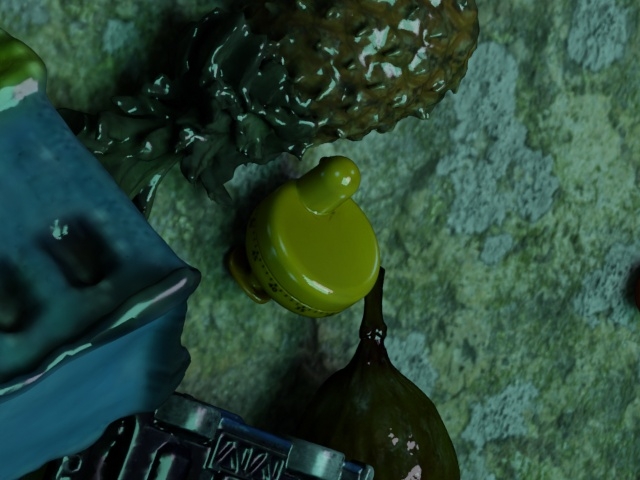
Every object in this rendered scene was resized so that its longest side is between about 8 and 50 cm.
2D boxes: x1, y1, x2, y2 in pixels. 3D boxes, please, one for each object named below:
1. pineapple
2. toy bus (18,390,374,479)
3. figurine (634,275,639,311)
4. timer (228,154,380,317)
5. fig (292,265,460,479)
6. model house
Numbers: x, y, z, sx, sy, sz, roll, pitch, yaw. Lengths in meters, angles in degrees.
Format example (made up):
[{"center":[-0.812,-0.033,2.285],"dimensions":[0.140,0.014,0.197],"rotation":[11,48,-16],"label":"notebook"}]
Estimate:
[{"center":[-0.040,-0.098,1.280],"dimensions":[0.310,0.141,0.170],"rotation":[-31,151,-20],"label":"pineapple"},{"center":[-0.118,0.169,1.278],"dimensions":[0.288,0.175,0.138],"rotation":[27,80,-45],"label":"toy bus"},{"center":[0.351,0.048,1.727],"dimensions":[0.140,0.075,0.068],"rotation":[-18,119,-39],"label":"figurine"},{"center":[0.000,0.000,1.365],"dimensions":[0.107,0.109,0.107],"rotation":[22,52,-30],"label":"timer"},{"center":[0.038,0.155,1.434],"dimensions":[0.170,0.145,0.274],"rotation":[-55,149,-76],"label":"fig"},{"center":[-0.242,0.008,1.047],"dimensions":[0.237,0.303,0.215],"rotation":[-30,159,-24],"label":"model house"}]
